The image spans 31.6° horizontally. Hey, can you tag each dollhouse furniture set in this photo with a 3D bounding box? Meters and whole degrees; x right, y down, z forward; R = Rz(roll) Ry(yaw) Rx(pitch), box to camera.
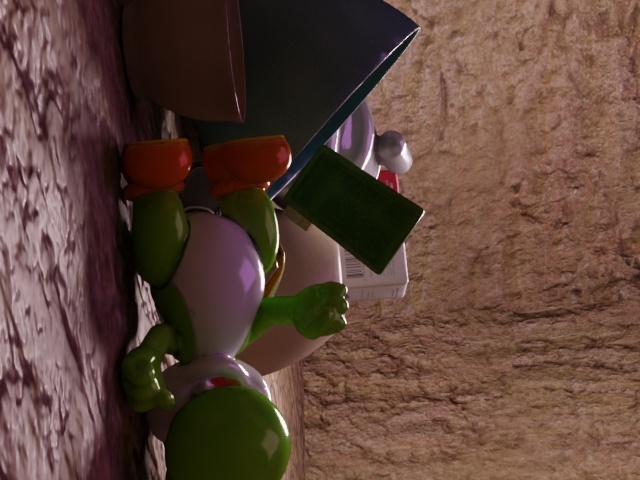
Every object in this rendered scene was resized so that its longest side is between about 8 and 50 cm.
[{"bbox_3d":[-0.015,0.042,1.457,0.301,0.151,0.197,-54,178,2],"label":"dollhouse furniture set"}]

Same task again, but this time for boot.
[{"bbox_3d":[-0.137,-0.011,1.303,0.086,0.069,0.190,105,-18,-77],"label":"boot"}]

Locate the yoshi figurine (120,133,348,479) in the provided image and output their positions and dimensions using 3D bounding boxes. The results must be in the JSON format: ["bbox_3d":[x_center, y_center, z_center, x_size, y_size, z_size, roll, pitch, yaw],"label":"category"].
[{"bbox_3d":[-0.088,0.087,1.019,0.203,0.203,0.362,-15,103,-73],"label":"yoshi figurine"}]

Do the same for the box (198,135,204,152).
[{"bbox_3d":[-0.110,-0.233,1.526,0.175,0.051,0.220,-111,-140,-70],"label":"box"}]

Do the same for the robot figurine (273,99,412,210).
[{"bbox_3d":[-0.010,-0.141,1.721,0.353,0.300,0.199,58,42,-80],"label":"robot figurine"}]

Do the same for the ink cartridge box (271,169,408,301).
[{"bbox_3d":[0.000,0.000,2.101,0.131,0.306,0.226,82,4,-75],"label":"ink cartridge box"}]

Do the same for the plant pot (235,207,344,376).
[{"bbox_3d":[-0.061,0.073,1.747,0.284,0.191,0.284,-4,90,-89],"label":"plant pot"}]

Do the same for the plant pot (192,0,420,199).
[{"bbox_3d":[-0.051,-0.205,1.324,0.195,0.290,0.290,43,2,-1],"label":"plant pot"}]

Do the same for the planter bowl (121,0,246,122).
[{"bbox_3d":[-0.137,-0.194,1.128,0.162,0.109,0.162,-5,90,-88],"label":"planter bowl"}]
